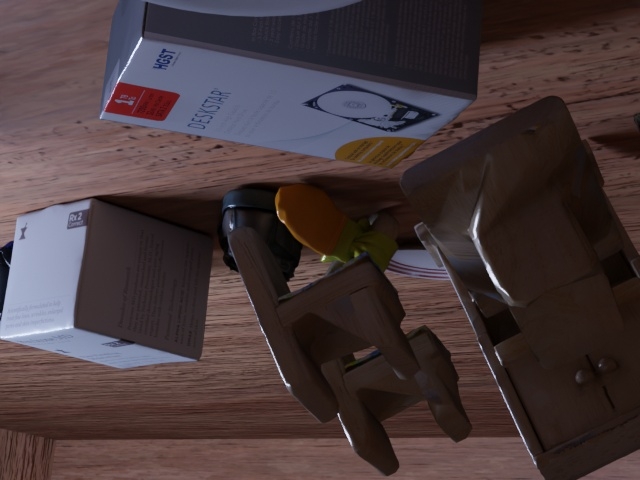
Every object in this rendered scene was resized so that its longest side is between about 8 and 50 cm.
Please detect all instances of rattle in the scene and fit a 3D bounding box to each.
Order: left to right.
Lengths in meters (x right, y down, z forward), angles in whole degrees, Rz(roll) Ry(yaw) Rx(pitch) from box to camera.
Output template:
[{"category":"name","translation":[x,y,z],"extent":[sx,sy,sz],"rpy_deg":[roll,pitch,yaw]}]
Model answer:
[{"category":"rattle","translation":[0.000,0.000,1.658],"extent":[0.143,0.130,0.199],"rpy_deg":[19,-170,-8]}]

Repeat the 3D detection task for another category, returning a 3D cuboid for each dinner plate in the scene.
[{"category":"dinner plate","translation":[0.128,0.023,1.793],"extent":[0.141,0.017,0.141],"rpy_deg":[5,165,1]}]

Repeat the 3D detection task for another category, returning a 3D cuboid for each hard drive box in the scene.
[{"category":"hard drive box","translation":[-0.026,-0.132,1.101],"extent":[0.232,0.089,0.181],"rpy_deg":[9,165,-14]}]

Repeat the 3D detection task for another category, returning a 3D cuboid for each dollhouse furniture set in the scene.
[{"category":"dollhouse furniture set","translation":[0.156,-0.008,1.184],"extent":[0.362,0.256,0.394],"rpy_deg":[-28,148,7]}]

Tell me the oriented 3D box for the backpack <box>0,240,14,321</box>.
[{"category":"backpack","translation":[-0.328,0.045,1.905],"extent":[0.120,0.098,0.101],"rpy_deg":[4,-165,7]}]

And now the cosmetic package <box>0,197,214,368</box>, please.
[{"category":"cosmetic package","translation":[-0.243,0.054,1.780],"extent":[0.184,0.151,0.151],"rpy_deg":[18,160,-41]}]

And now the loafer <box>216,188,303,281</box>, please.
[{"category":"loafer","translation":[-0.072,0.016,1.703],"extent":[0.096,0.084,0.267],"rpy_deg":[5,166,3]}]

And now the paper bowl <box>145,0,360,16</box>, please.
[{"category":"paper bowl","translation":[-0.044,-0.203,0.719],"extent":[0.284,0.148,0.284],"rpy_deg":[5,167,1]}]
